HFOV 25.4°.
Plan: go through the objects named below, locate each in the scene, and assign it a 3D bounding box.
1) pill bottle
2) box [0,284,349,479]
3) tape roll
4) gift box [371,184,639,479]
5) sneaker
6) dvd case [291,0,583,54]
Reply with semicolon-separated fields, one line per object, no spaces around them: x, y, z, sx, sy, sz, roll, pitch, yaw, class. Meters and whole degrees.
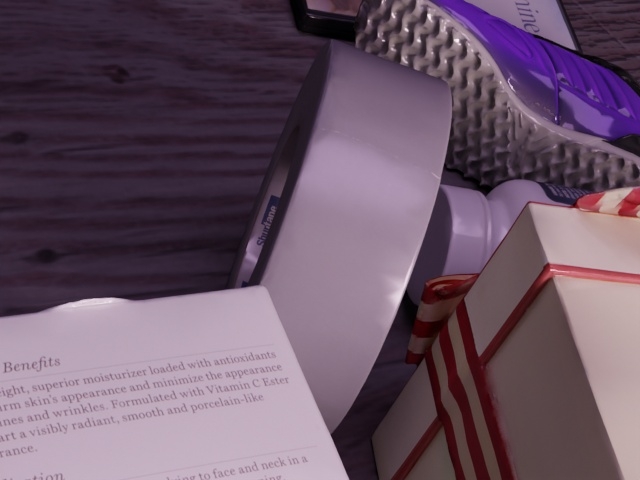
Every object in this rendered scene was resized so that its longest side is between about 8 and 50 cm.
0.153;0.017;0.942;0.180;0.108;0.108;10;47;-17;pill bottle
-0.112;0.125;0.665;0.181;0.182;0.119;-6;55;-29;box
0.000;0.000;0.804;0.072;0.219;0.219;19;45;-7;tape roll
0.199;0.119;0.760;0.255;0.276;0.258;10;45;-25;gift box
0.162;-0.106;1.073;0.293;0.102;0.146;38;41;4;sneaker
0.086;-0.225;1.191;0.253;0.022;0.180;5;48;-22;dvd case
